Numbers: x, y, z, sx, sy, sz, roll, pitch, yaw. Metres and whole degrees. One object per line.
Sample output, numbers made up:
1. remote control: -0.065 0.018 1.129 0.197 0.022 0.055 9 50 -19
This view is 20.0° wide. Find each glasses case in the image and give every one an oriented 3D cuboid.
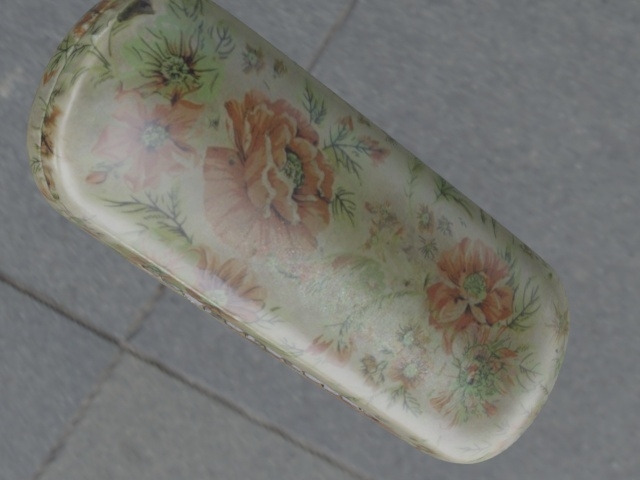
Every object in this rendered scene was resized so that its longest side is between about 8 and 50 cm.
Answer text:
1. glasses case: 0.000 0.000 1.147 0.425 0.098 0.156 36 78 -33
